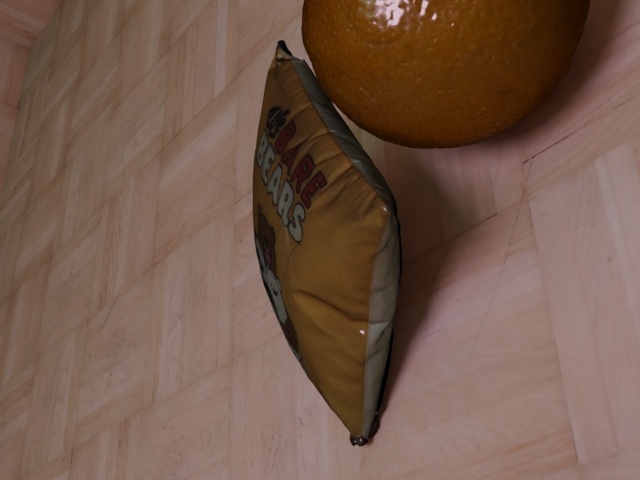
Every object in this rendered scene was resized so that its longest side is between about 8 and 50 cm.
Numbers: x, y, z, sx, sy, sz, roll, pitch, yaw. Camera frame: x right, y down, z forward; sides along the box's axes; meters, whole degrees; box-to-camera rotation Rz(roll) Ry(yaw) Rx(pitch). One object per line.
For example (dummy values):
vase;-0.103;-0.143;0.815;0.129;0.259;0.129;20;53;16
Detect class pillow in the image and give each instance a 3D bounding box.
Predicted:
pillow;0.000;0.000;0.842;0.310;0.119;0.312;-114;21;-49

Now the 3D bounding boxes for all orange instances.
orange;0.114;-0.209;0.736;0.264;0.264;0.264;-30;50;44
